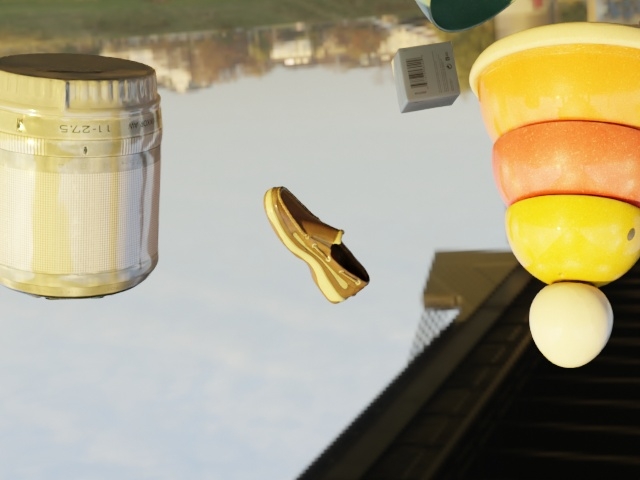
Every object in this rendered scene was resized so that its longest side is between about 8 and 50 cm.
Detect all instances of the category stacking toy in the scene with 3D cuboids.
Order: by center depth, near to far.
[{"bbox_3d":[0.383,-0.049,1.687,0.351,0.479,0.350,5,167,1],"label":"stacking toy"}]

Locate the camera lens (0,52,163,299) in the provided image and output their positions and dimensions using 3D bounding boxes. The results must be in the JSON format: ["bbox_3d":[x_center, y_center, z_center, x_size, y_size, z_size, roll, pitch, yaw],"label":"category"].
[{"bbox_3d":[-0.304,-0.077,1.399,0.219,0.274,0.219,4,-163,-1],"label":"camera lens"}]

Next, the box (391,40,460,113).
[{"bbox_3d":[0.188,-0.291,2.047,0.102,0.101,0.087,-9,172,-7],"label":"box"}]

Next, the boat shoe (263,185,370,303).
[{"bbox_3d":[0.002,-0.005,2.058,0.095,0.257,0.095,-23,-151,27],"label":"boat shoe"}]

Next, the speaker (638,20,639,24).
[{"bbox_3d":[0.556,-0.301,1.801,0.136,0.055,0.055,23,-163,8],"label":"speaker"}]

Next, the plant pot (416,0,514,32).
[{"bbox_3d":[0.227,-0.508,1.838,0.290,0.290,0.195,-16,-123,-44],"label":"plant pot"}]
